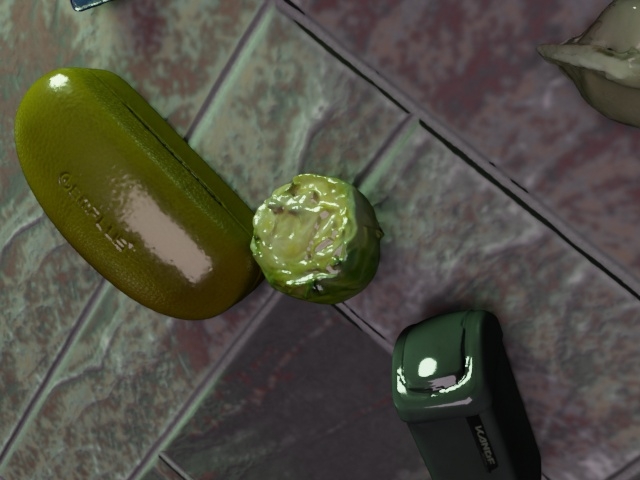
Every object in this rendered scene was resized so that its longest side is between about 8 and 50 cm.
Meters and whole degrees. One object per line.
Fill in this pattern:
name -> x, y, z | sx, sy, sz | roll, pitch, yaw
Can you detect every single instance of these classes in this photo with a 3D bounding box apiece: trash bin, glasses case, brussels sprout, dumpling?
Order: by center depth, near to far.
dumpling -> 0.297, -0.158, 0.529 | 0.199, 0.136, 0.118 | 5, 100, 9
trash bin -> 0.166, 0.193, 0.659 | 0.101, 0.177, 0.236 | -18, 101, 24
brussels sprout -> 0.003, 0.003, 0.698 | 0.149, 0.122, 0.151 | -37, 62, 13
glasses case -> -0.237, -0.049, 0.761 | 0.371, 0.141, 0.173 | 46, 116, 4

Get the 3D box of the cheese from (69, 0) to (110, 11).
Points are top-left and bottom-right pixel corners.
cheese -> -0.306, -0.410, 0.725 | 0.155, 0.062, 0.244 | -8, 103, 24
